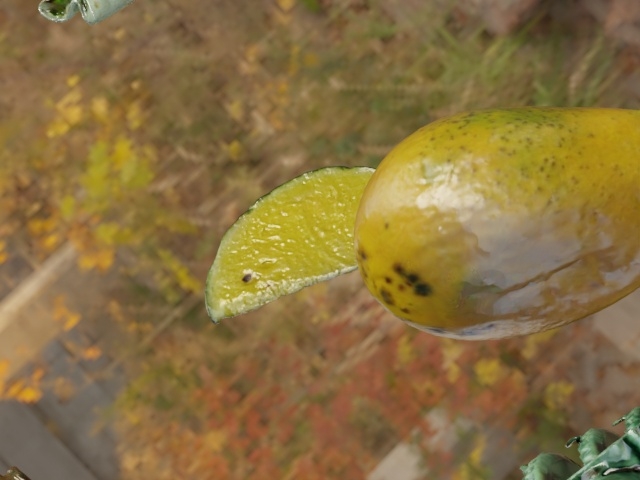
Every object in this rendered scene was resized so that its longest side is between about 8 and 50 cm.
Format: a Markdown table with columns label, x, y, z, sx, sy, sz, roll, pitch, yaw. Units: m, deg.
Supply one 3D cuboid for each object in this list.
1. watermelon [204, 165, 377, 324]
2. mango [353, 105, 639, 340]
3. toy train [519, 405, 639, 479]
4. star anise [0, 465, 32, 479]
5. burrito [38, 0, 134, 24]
| label | x | y | z | sx | sy | sz | roll | pitch | yaw |
| --- | --- | --- | --- | --- | --- | --- | --- | --- | --- |
| watermelon | -0.003 | -0.010 | 1.178 | 0.092 | 0.182 | 0.075 | -89 | -20 | -77 |
| mango | 0.066 | -0.008 | 0.504 | 0.057 | 0.114 | 0.079 | -112 | 6 | -56 |
| toy train | 0.218 | 0.138 | 0.799 | 0.178 | 0.138 | 0.330 | 54 | -156 | 14 |
| star anise | -0.106 | 0.219 | 0.627 | 0.288 | 0.088 | 0.288 | 46 | -149 | -39 |
| burrito | -0.130 | -0.171 | 0.964 | 0.074 | 0.118 | 0.044 | 28 | 147 | 11 |
